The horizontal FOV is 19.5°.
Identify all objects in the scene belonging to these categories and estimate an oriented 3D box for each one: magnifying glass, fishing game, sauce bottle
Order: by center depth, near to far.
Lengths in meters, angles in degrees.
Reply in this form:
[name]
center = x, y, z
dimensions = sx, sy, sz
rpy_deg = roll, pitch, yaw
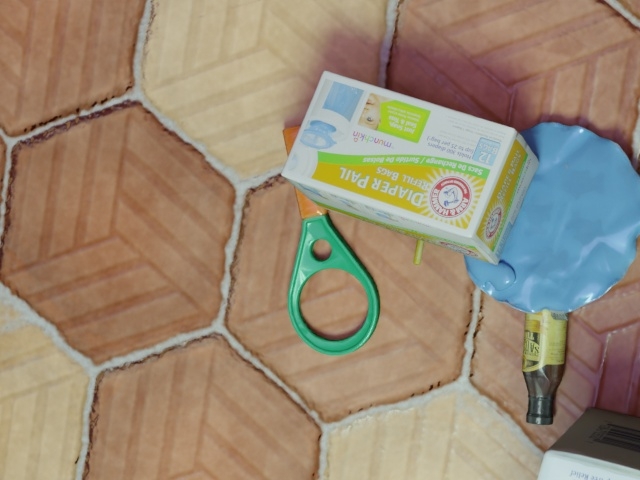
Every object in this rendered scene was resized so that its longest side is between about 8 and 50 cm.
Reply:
[fishing game]
center = 0.220, -0.018, 1.757
dimensions = 0.264, 0.041, 0.189
rpy_deg = 2, 78, 21
[sauce bottle]
center = 0.214, 0.112, 1.777
dimensions = 0.042, 0.042, 0.128
rpy_deg = 4, 92, 15
[magnifying glass]
center = 0.000, 0.000, 1.841
dimensions = 0.092, 0.026, 0.231
rpy_deg = -12, 92, 16

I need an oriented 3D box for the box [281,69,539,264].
[box]
center = 0.085, -0.067, 1.741
dimensions = 0.203, 0.103, 0.114
rpy_deg = 18, 81, 23

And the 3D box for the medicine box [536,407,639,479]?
[medicine box]
center = 0.257, 0.318, 1.662
dimensions = 0.149, 0.263, 0.289
rpy_deg = 14, 97, 14
